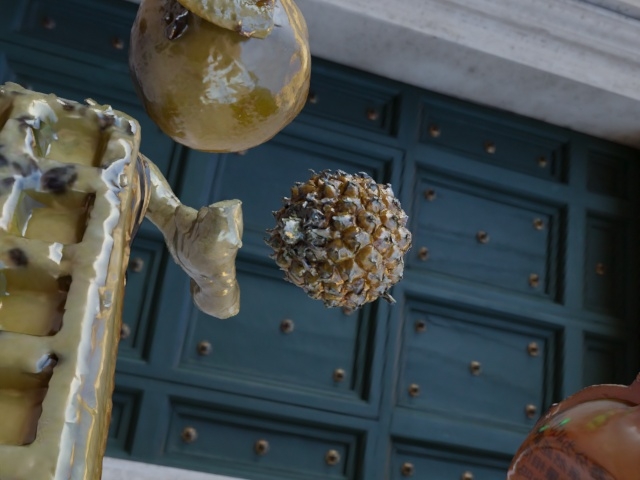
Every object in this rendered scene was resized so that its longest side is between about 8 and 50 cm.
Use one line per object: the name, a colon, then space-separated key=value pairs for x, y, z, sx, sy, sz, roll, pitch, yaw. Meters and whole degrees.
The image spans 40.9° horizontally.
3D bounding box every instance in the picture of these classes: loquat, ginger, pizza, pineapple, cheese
loquat: x=-0.121 y=-0.217 z=1.042 sx=0.238 sy=0.238 sz=0.193 roll=121 pitch=-33 yaw=-49
ginger: x=-0.199 y=0.029 z=1.460 sx=0.348 sy=0.122 sz=0.363 roll=33 pitch=-32 yaw=55
pizza: x=-0.092 y=-0.301 z=0.889 sx=0.161 sy=0.182 sz=0.062 roll=-43 pitch=-161 yaw=-6
pineapple: x=0.000 y=-0.004 z=0.961 sx=0.176 sy=0.137 sz=0.161 roll=32 pitch=-75 yaw=38
cheese: x=0.218 y=0.259 z=0.705 sx=0.217 sy=0.129 sz=0.329 roll=50 pitch=-54 yaw=55

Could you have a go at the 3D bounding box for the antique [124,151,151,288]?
antique: x=-0.356 y=-0.026 z=1.117 sx=0.185 sy=0.255 sz=0.322 roll=100 pitch=8 yaw=-65

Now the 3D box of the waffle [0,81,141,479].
waffle: x=-0.231 y=0.065 z=0.406 sx=0.114 sy=0.261 sz=0.376 roll=112 pitch=-19 yaw=-46
